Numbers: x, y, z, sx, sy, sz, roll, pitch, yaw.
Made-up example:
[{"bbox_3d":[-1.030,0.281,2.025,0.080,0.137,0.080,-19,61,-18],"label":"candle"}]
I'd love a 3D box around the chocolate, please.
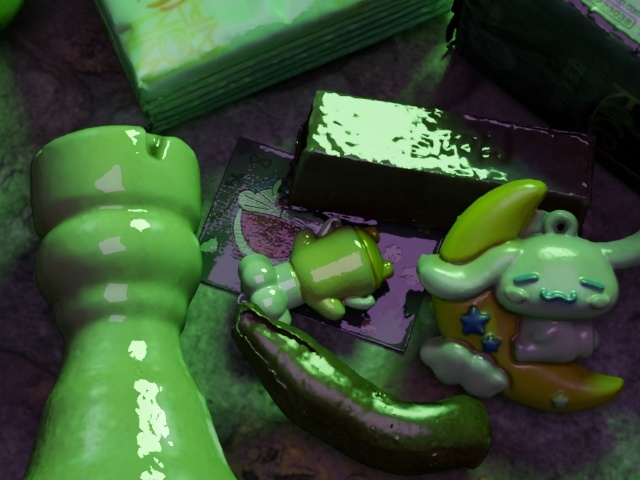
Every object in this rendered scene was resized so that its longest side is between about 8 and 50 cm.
[{"bbox_3d":[0.121,-0.075,1.371,0.321,0.112,0.112,10,66,1],"label":"chocolate"}]

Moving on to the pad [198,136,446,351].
[{"bbox_3d":[0.000,0.000,1.406,0.245,0.006,0.170,20,74,5],"label":"pad"}]

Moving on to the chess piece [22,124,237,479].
[{"bbox_3d":[-0.185,0.122,1.253,0.234,0.234,0.442,-4,71,-2],"label":"chess piece"}]

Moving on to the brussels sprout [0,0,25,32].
[{"bbox_3d":[-0.440,-0.338,1.374,0.328,0.247,0.328,1,73,-5],"label":"brussels sprout"}]

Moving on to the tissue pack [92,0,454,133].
[{"bbox_3d":[-0.060,-0.317,1.415,0.388,0.162,0.287,-23,72,-8],"label":"tissue pack"}]

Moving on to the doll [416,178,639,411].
[{"bbox_3d":[0.217,0.054,1.312,0.252,0.111,0.237,9,101,8],"label":"doll"}]

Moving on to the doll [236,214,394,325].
[{"bbox_3d":[-0.009,0.037,1.360,0.162,0.062,0.106,-19,71,-7],"label":"doll"}]

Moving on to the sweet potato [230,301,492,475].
[{"bbox_3d":[0.033,0.152,1.316,0.286,0.085,0.112,30,80,2],"label":"sweet potato"}]

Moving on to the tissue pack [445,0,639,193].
[{"bbox_3d":[0.305,-0.172,1.333,0.361,0.259,0.122,39,78,8],"label":"tissue pack"}]
